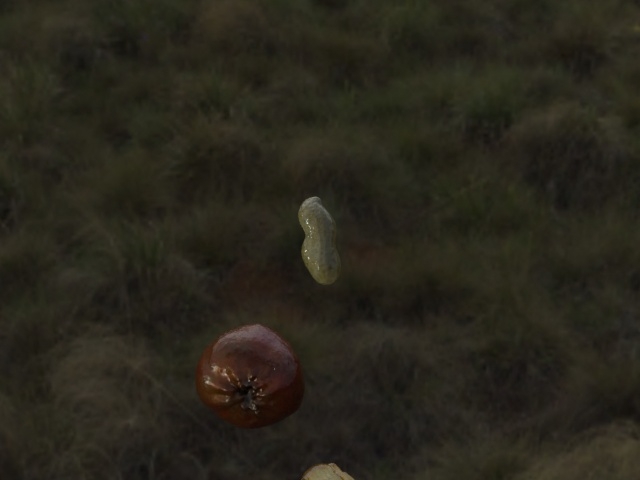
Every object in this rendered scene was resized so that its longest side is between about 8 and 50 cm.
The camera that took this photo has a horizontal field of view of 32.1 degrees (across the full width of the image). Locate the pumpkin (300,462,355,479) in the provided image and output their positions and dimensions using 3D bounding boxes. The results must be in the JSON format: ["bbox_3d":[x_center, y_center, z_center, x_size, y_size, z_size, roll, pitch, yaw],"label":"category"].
[{"bbox_3d":[0.010,0.151,0.539,0.083,0.054,0.074,30,16,17],"label":"pumpkin"}]

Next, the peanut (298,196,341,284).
[{"bbox_3d":[0.000,0.000,1.035,0.037,0.083,0.037,-7,-11,-1],"label":"peanut"}]

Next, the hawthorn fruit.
[{"bbox_3d":[-0.075,0.150,1.229,0.128,0.128,0.128,0,29,0],"label":"hawthorn fruit"}]
